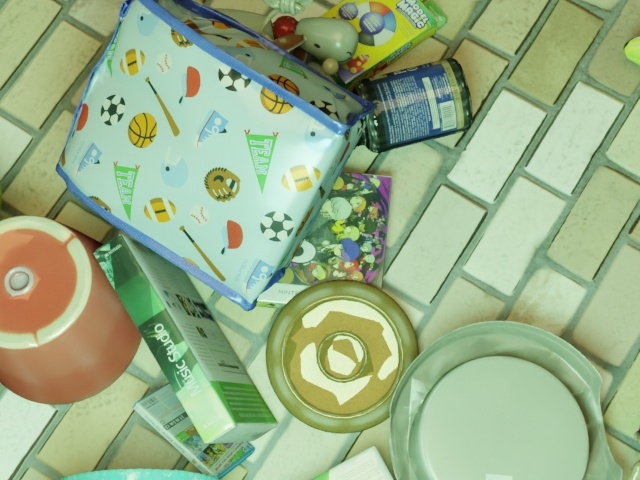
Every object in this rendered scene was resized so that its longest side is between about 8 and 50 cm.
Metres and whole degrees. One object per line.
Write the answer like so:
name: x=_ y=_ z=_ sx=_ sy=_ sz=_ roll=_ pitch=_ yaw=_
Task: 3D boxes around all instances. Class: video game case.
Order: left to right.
video game case: x=-0.187 y=0.281 z=1.751 sx=0.166 sy=0.119 sz=0.015 roll=40 pitch=115 yaw=12
video game case: x=0.000 y=0.000 z=1.864 sx=0.210 sy=0.042 sz=0.232 roll=7 pitch=73 yaw=1

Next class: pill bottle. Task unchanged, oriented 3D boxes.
pill bottle: x=0.124 y=-0.210 z=1.883 sx=0.219 sy=0.123 sz=0.123 roll=-14 pitch=74 yaw=-4

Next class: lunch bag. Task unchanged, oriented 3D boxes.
lunch bag: x=-0.166 y=-0.148 z=1.712 sx=0.385 sy=0.239 sz=0.328 roll=30 pitch=109 yaw=5

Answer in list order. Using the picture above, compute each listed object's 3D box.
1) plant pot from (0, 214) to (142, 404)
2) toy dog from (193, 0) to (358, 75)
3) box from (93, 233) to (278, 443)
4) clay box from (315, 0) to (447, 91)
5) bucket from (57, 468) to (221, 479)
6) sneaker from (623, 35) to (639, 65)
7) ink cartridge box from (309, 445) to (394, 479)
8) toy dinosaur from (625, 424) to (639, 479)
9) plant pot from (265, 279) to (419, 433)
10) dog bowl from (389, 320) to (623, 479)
plant pot: x=-0.412 y=0.089 z=1.739 sx=0.275 sy=0.243 sz=0.275 roll=0 pitch=74 yaw=1
toy dog: x=-0.122 y=-0.293 z=1.874 sx=0.334 sy=0.220 sz=0.161 roll=-1 pitch=73 yaw=28
box: x=-0.193 y=0.150 z=1.723 sx=0.058 sy=0.232 sz=0.322 roll=-36 pitch=75 yaw=6
clay box: x=0.093 y=-0.359 z=1.964 sx=0.222 sy=0.053 sz=0.127 roll=-36 pitch=77 yaw=-8
bucket: x=-0.255 y=0.428 z=1.628 sx=0.281 sy=0.281 sz=0.183 roll=-2 pitch=68 yaw=0
sneaker: x=0.583 y=-0.260 z=1.914 sx=0.208 sy=0.081 sz=0.094 roll=31 pitch=78 yaw=9
ink cartridge box: x=0.062 y=0.435 z=1.706 sx=0.160 sy=0.092 sz=0.219 roll=-27 pitch=75 yaw=-7
toy dinosaur: x=0.548 y=0.286 z=1.698 sx=0.296 sy=0.127 sz=0.200 roll=24 pitch=71 yaw=-19
plant pot: x=0.033 y=0.177 z=1.791 sx=0.236 sy=0.032 sz=0.236 roll=0 pitch=86 yaw=1
dog bowl: x=0.263 y=0.299 z=1.727 sx=0.349 sy=0.102 sz=0.349 roll=1 pitch=72 yaw=-3
